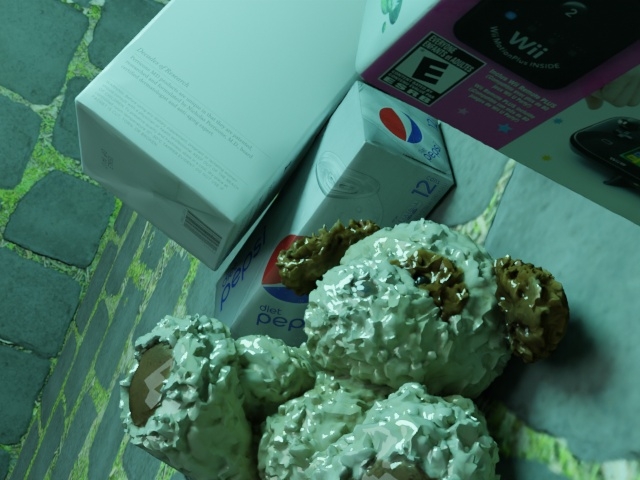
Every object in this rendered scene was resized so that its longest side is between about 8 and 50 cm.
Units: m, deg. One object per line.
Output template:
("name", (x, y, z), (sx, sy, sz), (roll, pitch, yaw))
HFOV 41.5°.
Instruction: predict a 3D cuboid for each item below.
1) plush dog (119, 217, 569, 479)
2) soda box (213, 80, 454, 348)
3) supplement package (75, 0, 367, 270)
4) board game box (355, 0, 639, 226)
("plush dog", (0.042, 0.090, 0.540), (0.262, 0.210, 0.225), (15, 67, 41))
("soda box", (0.000, 0.000, 0.784), (0.286, 0.091, 0.098), (-52, 26, 34))
("supplement package", (-0.073, -0.149, 0.826), (0.293, 0.175, 0.177), (-53, 1, -20))
("board game box", (0.184, -0.111, 0.277), (0.303, 0.224, 0.098), (-35, 37, 55))
